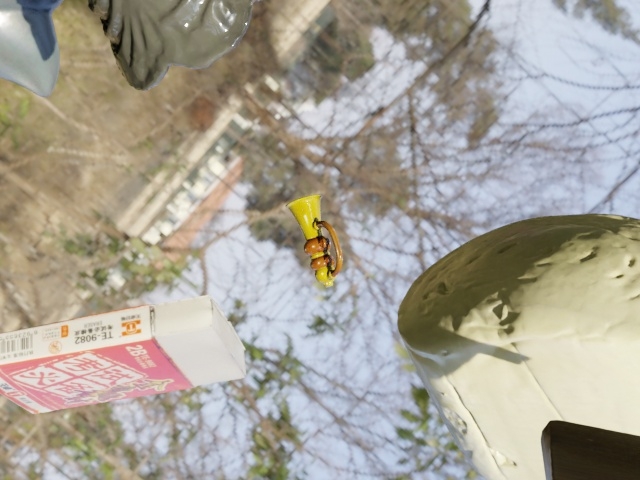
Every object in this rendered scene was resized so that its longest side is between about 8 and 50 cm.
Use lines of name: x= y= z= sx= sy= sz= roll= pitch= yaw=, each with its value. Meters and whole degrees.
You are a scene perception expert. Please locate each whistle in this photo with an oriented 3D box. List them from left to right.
whistle: x=0.003 y=-0.002 z=1.157 sx=0.057 sy=0.109 sz=0.046 roll=-28 pitch=166 yaw=28

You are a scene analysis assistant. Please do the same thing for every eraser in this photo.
eraser: x=-0.197 y=0.114 z=0.946 sx=0.230 sy=0.038 sz=0.157 roll=-10 pitch=154 yaw=4

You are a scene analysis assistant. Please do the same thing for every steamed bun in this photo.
steamed bun: x=0.359 y=0.143 z=1.374 sx=0.456 sy=0.371 sz=0.290 roll=-5 pitch=-144 yaw=40

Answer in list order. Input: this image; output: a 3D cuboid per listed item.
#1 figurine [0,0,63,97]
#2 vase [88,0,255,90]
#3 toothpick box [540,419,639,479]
figurine: x=-0.266 y=-0.239 z=0.636 sx=0.140 sy=0.265 sz=0.193 roll=34 pitch=-82 yaw=52
vase: x=-0.122 y=-0.195 z=0.461 sx=0.116 sy=0.237 sz=0.115 roll=-25 pitch=-144 yaw=19
toothpick box: x=0.291 y=0.359 z=0.942 sx=0.187 sy=0.190 sz=0.308 roll=-44 pitch=141 yaw=-77
